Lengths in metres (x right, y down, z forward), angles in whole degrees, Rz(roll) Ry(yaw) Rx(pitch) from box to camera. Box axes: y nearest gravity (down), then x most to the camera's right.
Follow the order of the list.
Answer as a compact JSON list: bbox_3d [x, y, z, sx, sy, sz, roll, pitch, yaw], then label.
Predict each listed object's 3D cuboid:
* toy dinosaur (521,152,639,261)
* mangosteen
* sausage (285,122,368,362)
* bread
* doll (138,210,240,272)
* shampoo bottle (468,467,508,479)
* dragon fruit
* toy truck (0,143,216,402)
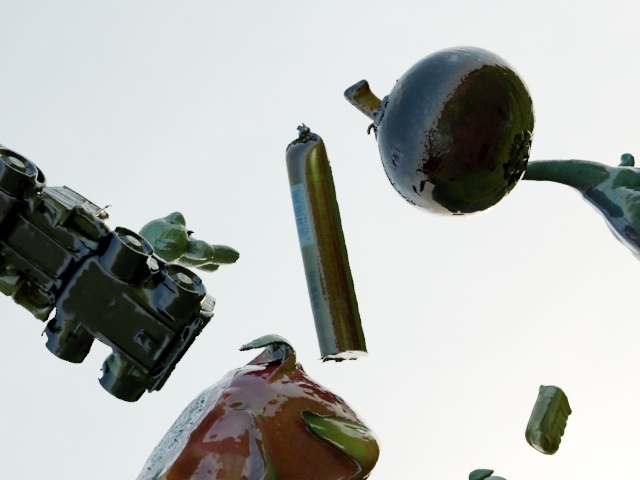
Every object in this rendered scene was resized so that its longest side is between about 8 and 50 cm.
[{"bbox_3d":[0.427,-0.015,2.259,0.331,0.383,0.129,-16,-30,-38],"label":"toy dinosaur"},{"bbox_3d":[0.148,-0.149,2.081,0.235,0.261,0.235,-47,-33,-44],"label":"mangosteen"},{"bbox_3d":[0.000,0.000,2.393,0.082,0.082,0.371,9,-112,-61],"label":"sausage"},{"bbox_3d":[0.241,0.192,1.679,0.049,0.034,0.088,52,-140,-24],"label":"bread"},{"bbox_3d":[-0.182,0.007,2.115,0.150,0.115,0.077,20,-108,-43],"label":"doll"},{"bbox_3d":[0.310,0.509,2.918,0.118,0.087,0.234,-18,-54,1],"label":"shampoo bottle"},{"bbox_3d":[-0.089,0.247,1.716,0.290,0.189,0.290,-44,3,3],"label":"dragon fruit"},{"bbox_3d":[-0.220,0.020,1.431,0.127,0.257,0.127,-55,3,19],"label":"toy truck"}]
